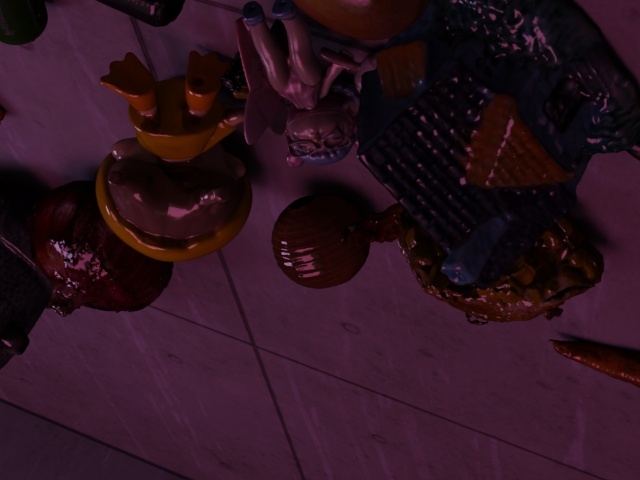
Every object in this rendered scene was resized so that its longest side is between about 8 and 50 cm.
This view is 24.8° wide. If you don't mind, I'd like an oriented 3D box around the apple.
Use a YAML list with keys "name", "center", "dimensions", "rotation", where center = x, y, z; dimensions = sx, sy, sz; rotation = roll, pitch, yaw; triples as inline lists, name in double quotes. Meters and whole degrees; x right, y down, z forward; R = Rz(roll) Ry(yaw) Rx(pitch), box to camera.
- name: "apple"
  center: [0.042, -0.284, 1.335]
  dimensions: [0.174, 0.188, 0.188]
  rotation: [33, 155, 1]

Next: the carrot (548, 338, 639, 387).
- name: "carrot"
  center: [0.416, 0.175, 1.989]
  dimensions: [0.224, 0.057, 0.057]
  rotation: [17, 153, 30]

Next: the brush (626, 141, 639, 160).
- name: "brush"
  center: [0.405, -0.060, 1.585]
  dimensions: [0.193, 0.016, 0.063]
  rotation: [32, 154, -8]

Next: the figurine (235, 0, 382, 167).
- name: "figurine"
  center: [-0.002, -0.193, 1.684]
  dimensions: [0.205, 0.102, 0.260]
  rotation: [-18, 139, 8]

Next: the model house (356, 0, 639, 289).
- name: "model house"
  center: [0.161, -0.103, 1.497]
  dimensions: [0.261, 0.241, 0.226]
  rotation: [44, 153, -29]

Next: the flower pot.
- name: "flower pot"
  center: [-0.560, 0.039, 2.467]
  dimensions: [0.299, 0.282, 0.299]
  rotation: [26, 154, 14]

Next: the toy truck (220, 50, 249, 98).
- name: "toy truck"
  center: [-0.072, -0.195, 1.783]
  dimensions: [0.083, 0.049, 0.054]
  rotation: [11, 151, 35]

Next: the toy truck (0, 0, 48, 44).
- name: "toy truck"
  center: [-0.417, -0.338, 1.809]
  dimensions: [0.125, 0.101, 0.242]
  rotation: [18, 156, 11]

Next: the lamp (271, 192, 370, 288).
- name: "lamp"
  center: [0.000, 0.000, 1.981]
  dimensions: [0.136, 0.136, 0.136]
  rotation: [23, 155, 12]

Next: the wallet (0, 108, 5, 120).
- name: "wallet"
  center: [-0.614, -0.214, 2.288]
  dimensions: [0.241, 0.067, 0.141]
  rotation: [1, 146, 44]

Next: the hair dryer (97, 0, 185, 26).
- name: "hair dryer"
  center: [-0.208, -0.348, 1.636]
  dimensions: [0.114, 0.070, 0.248]
  rotation: [26, 147, 9]

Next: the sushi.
- name: "sushi"
  center: [0.194, 0.008, 1.785]
  dimensions: [0.296, 0.166, 0.179]
  rotation: [30, 176, 16]

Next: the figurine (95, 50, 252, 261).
- name: "figurine"
  center: [-0.200, -0.111, 1.941]
  dimensions: [0.215, 0.187, 0.343]
  rotation: [12, 146, 7]

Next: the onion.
- name: "onion"
  center: [-0.359, 0.025, 2.300]
  dimensions: [0.252, 0.219, 0.252]
  rotation: [26, 151, 16]
